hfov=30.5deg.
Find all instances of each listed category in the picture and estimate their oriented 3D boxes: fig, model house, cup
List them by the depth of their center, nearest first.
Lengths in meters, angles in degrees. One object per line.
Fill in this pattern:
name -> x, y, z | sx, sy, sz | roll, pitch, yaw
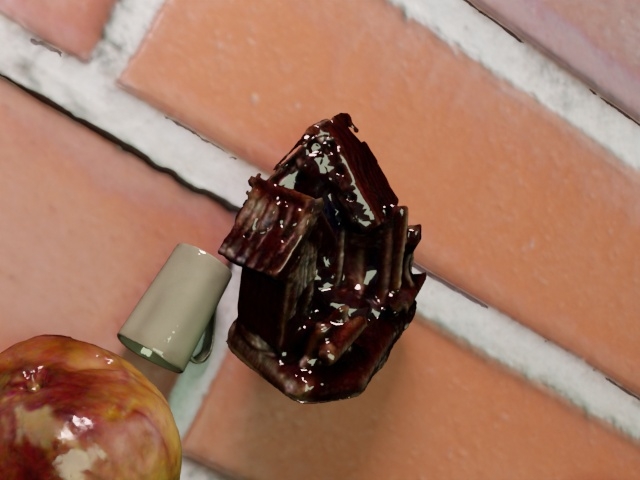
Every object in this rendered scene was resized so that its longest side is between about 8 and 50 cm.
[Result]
fig -> -0.142, 0.167, 0.788 | 0.143, 0.160, 0.231 | -45, 118, -2
model house -> 0.008, 0.004, 0.843 | 0.141, 0.203, 0.164 | 15, 112, 6
cup -> -0.097, 0.054, 0.859 | 0.075, 0.054, 0.083 | 36, 72, -20
